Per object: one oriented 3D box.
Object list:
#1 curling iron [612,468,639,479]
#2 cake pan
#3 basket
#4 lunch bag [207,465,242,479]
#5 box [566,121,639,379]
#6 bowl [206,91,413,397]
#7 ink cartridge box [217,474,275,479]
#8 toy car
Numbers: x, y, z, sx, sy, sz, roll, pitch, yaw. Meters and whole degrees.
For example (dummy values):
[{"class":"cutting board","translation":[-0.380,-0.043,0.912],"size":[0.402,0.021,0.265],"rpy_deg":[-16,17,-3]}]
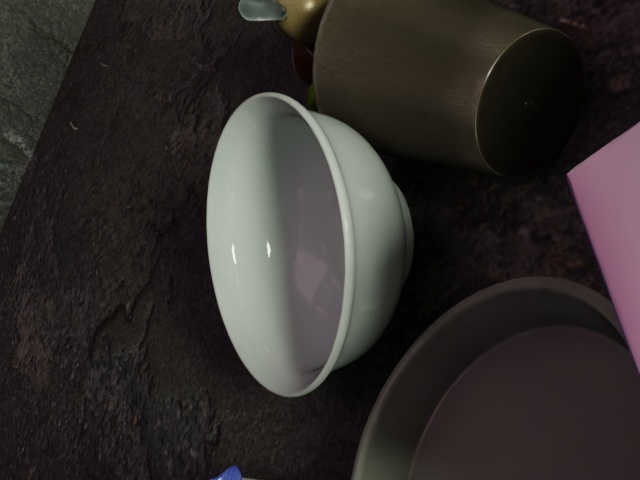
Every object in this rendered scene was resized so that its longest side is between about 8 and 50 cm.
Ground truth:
[{"class":"curling iron","translation":[0.164,0.226,0.550],"size":[0.274,0.035,0.068],"rpy_deg":[-36,47,39]},{"class":"cake pan","translation":[0.133,0.168,0.558],"size":[0.293,0.054,0.293],"rpy_deg":[-42,31,32]},{"class":"basket","translation":[0.116,-0.151,0.709],"size":[0.227,0.154,0.204],"rpy_deg":[36,126,50]},{"class":"lunch bag","translation":[-0.172,0.412,0.689],"size":[0.385,0.239,0.328],"rpy_deg":[-45,58,61]},{"class":"box","translation":[0.252,0.061,0.326],"size":[0.117,0.243,0.213],"rpy_deg":[-38,46,38]},{"class":"bowl","translation":[0.000,0.000,0.769],"size":[0.298,0.134,0.298],"rpy_deg":[16,108,57]},{"class":"ink cartridge box","translation":[-0.039,0.306,0.765],"size":[0.198,0.067,0.115],"rpy_deg":[-17,61,52]},{"class":"toy car","translation":[-0.022,-0.269,0.920],"size":[0.149,0.188,0.155],"rpy_deg":[-31,50,43]}]
